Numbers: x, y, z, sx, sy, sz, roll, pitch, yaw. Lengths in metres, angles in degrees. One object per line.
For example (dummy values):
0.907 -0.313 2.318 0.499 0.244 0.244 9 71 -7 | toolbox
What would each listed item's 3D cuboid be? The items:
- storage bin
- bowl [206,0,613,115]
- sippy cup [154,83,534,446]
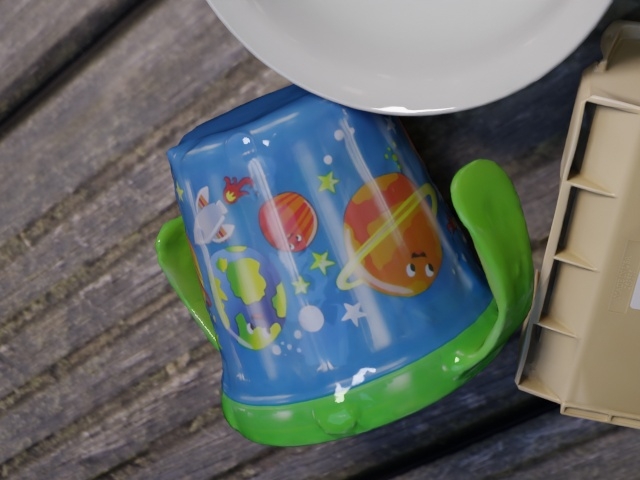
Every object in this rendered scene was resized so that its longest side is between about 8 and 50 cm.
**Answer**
0.287 0.006 0.795 0.260 0.123 0.262 10 126 6 | storage bin
0.060 -0.240 0.723 0.297 0.134 0.298 10 124 15 | bowl
0.000 0.000 0.863 0.305 0.240 0.224 -20 103 12 | sippy cup
